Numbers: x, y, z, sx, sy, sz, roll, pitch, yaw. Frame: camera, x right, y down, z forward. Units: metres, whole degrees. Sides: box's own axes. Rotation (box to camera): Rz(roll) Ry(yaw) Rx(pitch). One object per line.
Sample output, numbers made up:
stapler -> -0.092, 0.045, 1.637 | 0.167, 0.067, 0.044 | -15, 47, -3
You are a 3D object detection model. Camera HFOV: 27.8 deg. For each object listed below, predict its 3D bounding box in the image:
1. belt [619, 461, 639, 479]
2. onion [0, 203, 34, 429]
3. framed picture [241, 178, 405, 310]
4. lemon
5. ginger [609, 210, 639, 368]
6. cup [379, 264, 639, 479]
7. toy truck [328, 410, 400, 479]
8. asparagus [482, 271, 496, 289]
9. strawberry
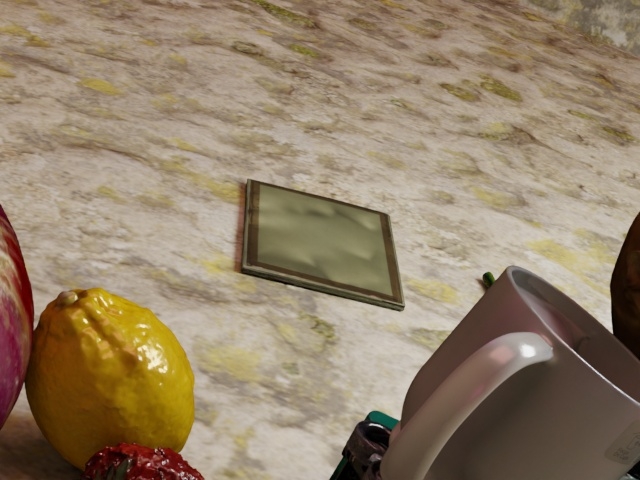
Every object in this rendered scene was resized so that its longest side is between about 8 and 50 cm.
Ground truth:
belt -> 0.231, 0.192, 1.023 | 0.151, 0.078, 0.198 | 18, 25, -3
onion -> -0.296, 0.058, 0.800 | 0.256, 0.272, 0.230 | -12, 62, -38
framed picture -> 0.000, 0.000, 1.370 | 0.173, 0.010, 0.231 | 14, 24, -7
lemon -> -0.146, 0.098, 0.893 | 0.114, 0.155, 0.114 | -13, 36, 10
ginger -> 0.322, 0.118, 0.898 | 0.176, 0.418, 0.254 | -20, 19, 24
cup -> 0.115, 0.115, 0.762 | 0.134, 0.142, 0.173 | 40, 14, -2
toy truck -> 0.057, 0.211, 0.826 | 0.124, 0.114, 0.253 | 20, 21, -23
asparagus -> 0.186, 0.063, 1.353 | 0.015, 0.014, 0.114 | -18, 25, 3
strawberry -> -0.110, 0.174, 0.836 | 0.083, 0.083, 0.096 | 38, -2, 39
